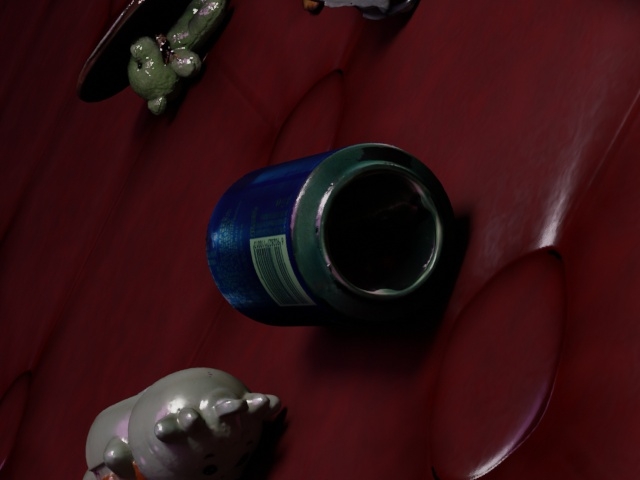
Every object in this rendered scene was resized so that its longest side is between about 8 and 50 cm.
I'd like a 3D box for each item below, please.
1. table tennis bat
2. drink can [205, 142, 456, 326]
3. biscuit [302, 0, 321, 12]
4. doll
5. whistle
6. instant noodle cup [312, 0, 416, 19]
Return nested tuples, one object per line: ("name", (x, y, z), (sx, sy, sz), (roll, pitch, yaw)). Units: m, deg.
("table tennis bat", (-0.160, -0.257, 1.919), (0.301, 0.022, 0.173), (-49, -10, 25))
("drink can", (0.000, 0.000, 1.198), (0.205, 0.118, 0.118), (-4, 64, 67))
("biscuit", (0.054, -0.343, 1.598), (0.237, 0.013, 0.232), (-45, 29, 45))
("doll", (-0.153, -0.213, 1.900), (0.150, 0.077, 0.115), (-47, 32, 18))
("whistle", (-0.117, 0.156, 1.341), (0.253, 0.102, 0.105), (-31, 42, 54))
("instant noodle cup", (0.016, -0.277, 1.426), (0.125, 0.178, 0.208), (-108, 8, -82))
